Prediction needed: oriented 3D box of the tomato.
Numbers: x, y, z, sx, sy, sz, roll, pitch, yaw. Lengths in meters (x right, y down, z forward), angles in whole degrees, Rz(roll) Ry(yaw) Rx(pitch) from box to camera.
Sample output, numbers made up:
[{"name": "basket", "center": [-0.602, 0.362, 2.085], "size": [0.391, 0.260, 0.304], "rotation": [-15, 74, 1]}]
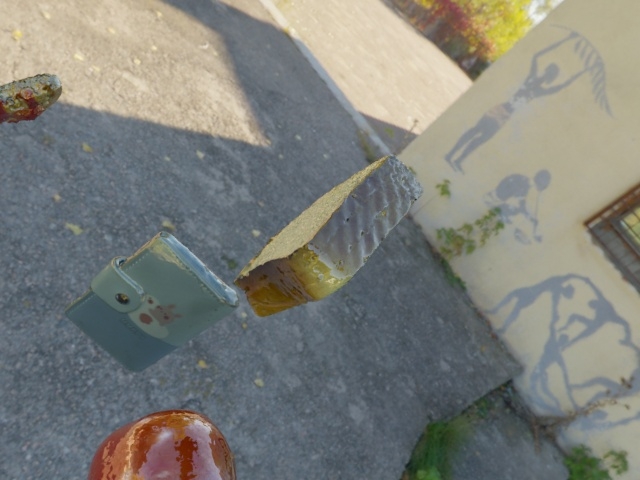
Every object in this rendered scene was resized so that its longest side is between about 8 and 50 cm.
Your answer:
[{"name": "tomato", "center": [-0.221, 0.351, 0.755], "size": [0.189, 0.232, 0.232], "rotation": [2, 49, -38]}]

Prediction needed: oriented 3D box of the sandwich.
[{"name": "sandwich", "center": [0.000, 0.000, 0.634], "size": [0.065, 0.215, 0.186], "rotation": [48, 57, -9]}]

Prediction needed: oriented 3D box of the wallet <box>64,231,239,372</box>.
[{"name": "wallet", "center": [-0.378, 0.144, 1.198], "size": [0.252, 0.360, 0.083], "rotation": [46, 26, -20]}]

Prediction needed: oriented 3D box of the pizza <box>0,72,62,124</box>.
[{"name": "pizza", "center": [-0.568, -0.238, 0.976], "size": [0.199, 0.188, 0.062], "rotation": [-24, 97, -39]}]
